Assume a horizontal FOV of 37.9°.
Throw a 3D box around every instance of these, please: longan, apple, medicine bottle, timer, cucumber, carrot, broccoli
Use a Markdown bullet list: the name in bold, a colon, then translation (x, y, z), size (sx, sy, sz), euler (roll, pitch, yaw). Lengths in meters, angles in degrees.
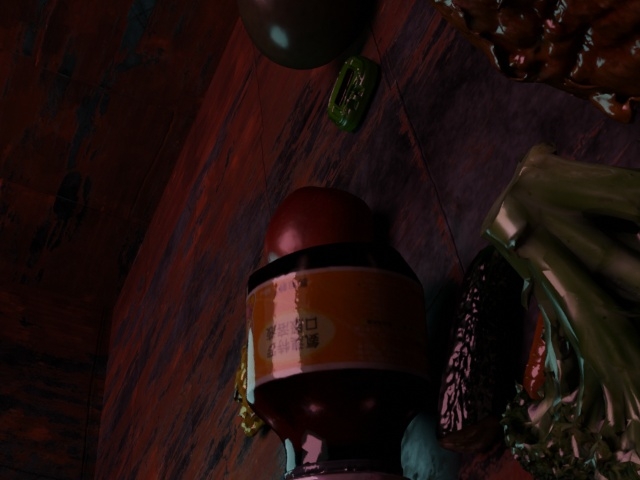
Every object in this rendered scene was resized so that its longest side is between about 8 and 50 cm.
- **longan**: translation (-0.040, -0.472, 1.875), size (0.258, 0.258, 0.258), euler (-162, 90, -71)
- **apple**: translation (0.000, 0.000, 1.484), size (0.181, 0.180, 0.169), euler (-2, 71, 70)
- **medicine bottle**: translation (0.032, 0.215, 1.149), size (0.242, 0.242, 0.395), euler (-46, 45, 52)
- **timer**: translation (0.059, -0.279, 1.758), size (0.140, 0.047, 0.128), euler (-67, 20, 14)
- **cucumber**: translation (0.179, 0.114, 1.048), size (0.074, 0.074, 0.242), euler (-33, 42, 62)
- **carrot**: translation (0.237, 0.104, 0.928), size (0.059, 0.059, 0.248), euler (-157, 82, -71)
- **broccoli**: translation (0.237, 0.046, 0.674), size (0.308, 0.275, 0.308), euler (-55, -2, -3)

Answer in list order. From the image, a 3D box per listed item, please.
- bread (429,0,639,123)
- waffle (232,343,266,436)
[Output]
- **bread**: translation (0.248, -0.276, 0.815), size (0.336, 0.358, 0.204), euler (11, 63, 52)
- **waffle**: translation (-0.110, 0.242, 1.763), size (0.291, 0.051, 0.291), euler (-56, 22, 37)
